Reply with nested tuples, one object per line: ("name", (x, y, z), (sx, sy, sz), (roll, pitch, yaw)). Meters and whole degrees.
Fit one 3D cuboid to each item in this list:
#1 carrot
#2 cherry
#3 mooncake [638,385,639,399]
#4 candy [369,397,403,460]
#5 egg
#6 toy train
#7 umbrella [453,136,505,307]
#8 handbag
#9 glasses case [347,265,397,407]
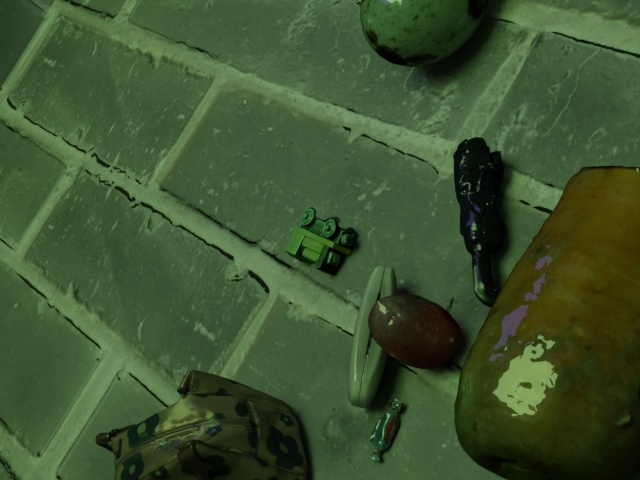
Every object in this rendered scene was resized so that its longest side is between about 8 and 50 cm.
("carrot", (0.283, 0.100, 1.494), (0.224, 0.224, 0.340), (5, 64, 51))
("cherry", (0.114, 0.112, 1.778), (0.106, 0.126, 0.087), (-138, 62, -68))
("mooncake", (0.474, 0.111, 1.146), (0.350, 0.381, 0.212), (-28, 77, -6))
("candy", (0.081, 0.239, 1.793), (0.030, 0.020, 0.083), (13, 75, 53))
("egg", (0.158, -0.354, 2.036), (0.231, 0.169, 0.169), (-49, 35, -9))
("toy train", (0.000, 0.000, 2.051), (0.122, 0.050, 0.081), (27, 89, 54))
("umbrella", (0.206, -0.029, 1.812), (0.071, 0.071, 0.248), (-28, 44, 34))
("handbag", (-0.169, 0.299, 1.893), (0.251, 0.193, 0.190), (-37, 44, 27))
("glasses case", (0.068, 0.125, 1.850), (0.049, 0.074, 0.193), (8, 63, 6))
